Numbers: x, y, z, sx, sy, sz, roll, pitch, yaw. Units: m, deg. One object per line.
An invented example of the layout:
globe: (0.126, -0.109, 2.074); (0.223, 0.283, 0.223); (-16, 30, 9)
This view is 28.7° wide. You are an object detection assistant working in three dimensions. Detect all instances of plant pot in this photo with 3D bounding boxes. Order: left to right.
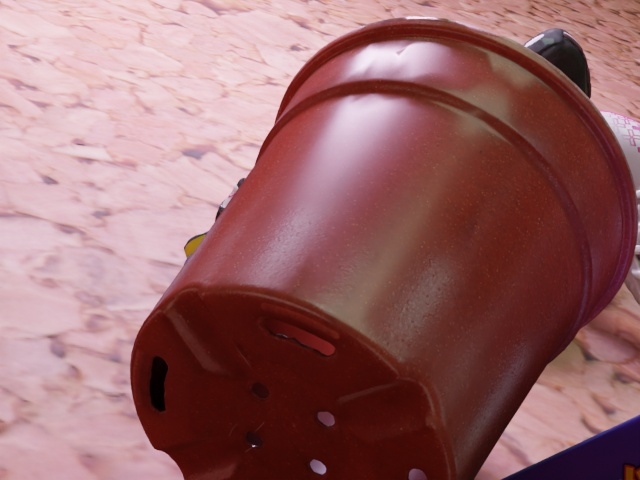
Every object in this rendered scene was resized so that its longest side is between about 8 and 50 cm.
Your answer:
plant pot: (0.032, 0.040, 0.783); (0.272, 0.272, 0.265); (25, 42, 12)

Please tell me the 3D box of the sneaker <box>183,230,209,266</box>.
sneaker: (-0.016, 0.054, 0.986); (0.209, 0.069, 0.082); (13, 55, -35)

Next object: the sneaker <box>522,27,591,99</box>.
sneaker: (0.288, -0.097, 1.341); (0.162, 0.106, 0.281); (51, -6, 34)

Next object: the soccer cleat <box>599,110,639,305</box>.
soccer cleat: (0.328, 0.019, 1.141); (0.331, 0.116, 0.143); (47, 37, 2)

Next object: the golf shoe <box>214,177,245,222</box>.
golf shoe: (0.000, 0.000, 1.069); (0.186, 0.086, 0.067); (11, 24, -23)

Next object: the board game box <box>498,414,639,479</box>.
board game box: (0.256, 0.109, 0.696); (0.233, 0.347, 0.078); (-11, 71, -38)
